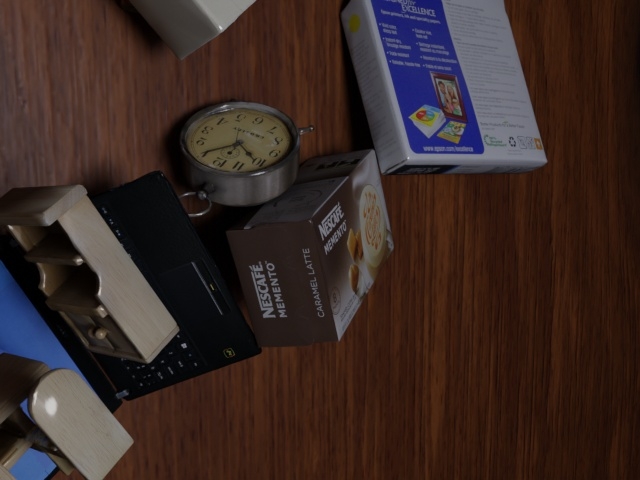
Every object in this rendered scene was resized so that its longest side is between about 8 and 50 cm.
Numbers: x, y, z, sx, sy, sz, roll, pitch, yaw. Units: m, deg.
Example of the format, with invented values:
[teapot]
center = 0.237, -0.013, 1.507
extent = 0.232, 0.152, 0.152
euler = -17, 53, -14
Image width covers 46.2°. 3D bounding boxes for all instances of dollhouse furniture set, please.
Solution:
[dollhouse furniture set]
center = -0.255, 0.092, 0.585
extent = 0.242, 0.212, 0.161
euler = -51, 126, -35

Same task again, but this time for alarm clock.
[alarm clock]
center = -0.096, -0.081, 0.810
extent = 0.192, 0.129, 0.064
euler = -53, 158, -43

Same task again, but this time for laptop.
[laptop]
center = -0.225, 0.100, 0.725
extent = 0.264, 0.136, 0.234
euler = -20, 118, 9

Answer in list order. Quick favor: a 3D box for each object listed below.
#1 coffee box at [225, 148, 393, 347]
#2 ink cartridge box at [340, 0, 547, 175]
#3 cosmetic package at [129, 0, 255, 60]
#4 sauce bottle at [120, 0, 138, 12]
[coffee box]
center = 0.000, 0.000, 0.862
extent = 0.246, 0.098, 0.141
euler = -49, 129, -61
[ink cartridge box]
center = 0.169, -0.242, 1.035
extent = 0.304, 0.072, 0.307
euler = -5, 76, -39
[cosmetic package]
center = -0.164, -0.344, 0.690
extent = 0.309, 0.113, 0.160
euler = 48, 66, -20
[sauce bottle]
center = -0.182, -0.300, 0.769
extent = 0.042, 0.042, 0.128
euler = 0, 95, -40
